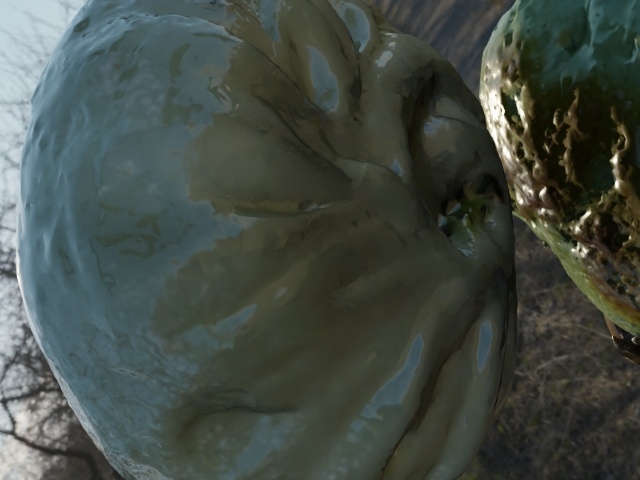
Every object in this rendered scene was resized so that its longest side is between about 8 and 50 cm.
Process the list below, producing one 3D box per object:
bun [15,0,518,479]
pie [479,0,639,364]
[{"bbox_3d":[0.000,0.000,0.464,0.210,0.360,0.360,-11,49,34],"label":"bun"},{"bbox_3d":[0.209,-0.047,0.511,0.105,0.274,0.257,-32,-16,-16],"label":"pie"}]
